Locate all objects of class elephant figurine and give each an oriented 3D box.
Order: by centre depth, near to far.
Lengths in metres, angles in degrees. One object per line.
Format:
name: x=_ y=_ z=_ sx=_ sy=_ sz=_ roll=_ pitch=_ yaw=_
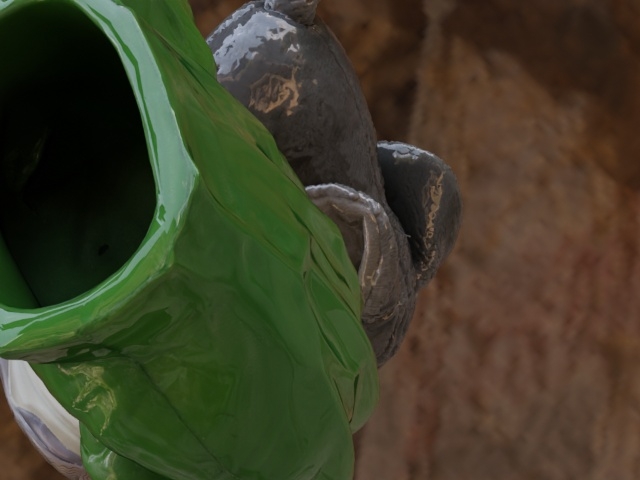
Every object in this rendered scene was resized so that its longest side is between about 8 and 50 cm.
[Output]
elephant figurine: x=0.000 y=0.000 z=0.976 sx=0.169 sy=0.239 sz=0.186 roll=-43 pitch=0 yaw=-26

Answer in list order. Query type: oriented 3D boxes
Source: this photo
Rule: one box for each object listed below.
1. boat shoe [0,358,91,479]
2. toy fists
boat shoe: x=-0.187 y=0.045 z=1.312 sx=0.130 sy=0.132 sz=0.355 roll=-44 pitch=52 yaw=2
toy fists: x=-0.072 y=-0.036 z=0.505 sx=0.096 sy=0.142 sz=0.279 roll=-39 pitch=52 yaw=8
